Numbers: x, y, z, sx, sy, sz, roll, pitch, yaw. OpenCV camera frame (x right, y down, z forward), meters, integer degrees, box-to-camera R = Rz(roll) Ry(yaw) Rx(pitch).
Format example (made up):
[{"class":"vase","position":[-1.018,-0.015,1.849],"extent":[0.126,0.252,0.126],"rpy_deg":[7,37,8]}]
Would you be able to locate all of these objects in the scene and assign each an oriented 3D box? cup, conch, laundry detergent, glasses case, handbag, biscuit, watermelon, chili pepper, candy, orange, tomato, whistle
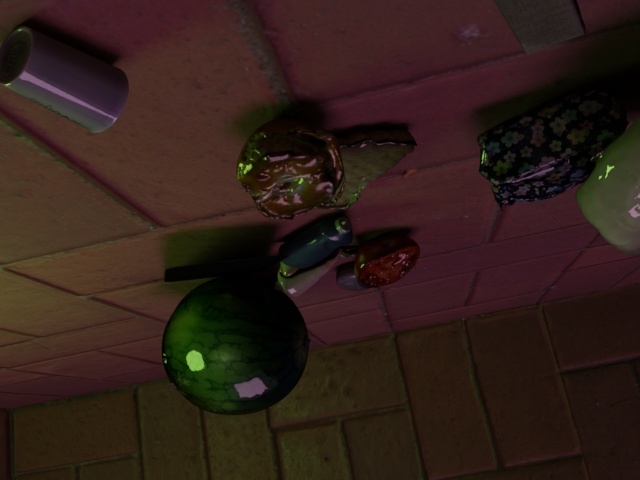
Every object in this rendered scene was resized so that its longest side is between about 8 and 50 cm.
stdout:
[{"class":"cup","position":[-0.271,-0.165,0.668],"extent":[0.104,0.074,0.116],"rpy_deg":[13,175,36]},{"class":"conch","position":[-0.034,0.068,1.506],"extent":[0.176,0.094,0.104],"rpy_deg":[-21,121,19]},{"class":"laundry detergent","position":[0.000,-0.001,1.355],"extent":[0.096,0.061,0.206],"rpy_deg":[11,153,-32]},{"class":"glasses case","position":[0.216,-0.261,0.663],"extent":[0.071,0.047,0.205],"rpy_deg":[-15,163,29]},{"class":"handbag","position":[0.362,-0.140,1.005],"extent":[0.228,0.127,0.208],"rpy_deg":[-24,165,16]},{"class":"biscuit","position":[0.019,-0.112,1.047],"extent":[0.187,0.036,0.273],"rpy_deg":[-1,161,-28]},{"class":"watermelon","position":[-0.200,0.248,1.570],"extent":[0.363,0.363,0.363],"rpy_deg":[-10,163,-3]},{"class":"chili pepper","position":[0.076,0.029,1.551],"extent":[0.091,0.030,0.034],"rpy_deg":[-5,137,-25]},{"class":"candy","position":[0.549,-0.142,0.881],"extent":[0.427,0.186,0.386],"rpy_deg":[-44,157,9]},{"class":"orange","position":[-0.042,-0.107,0.903],"extent":[0.160,0.112,0.170],"rpy_deg":[11,131,-26]},{"class":"tomato","position":[0.142,0.044,1.522],"extent":[0.166,0.082,0.174],"rpy_deg":[-21,152,-16]},{"class":"whistle","position":[0.109,0.077,1.687],"extent":[0.107,0.057,0.220],"rpy_deg":[11,152,-19]}]

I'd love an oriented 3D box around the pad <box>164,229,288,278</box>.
[{"class":"pad","position":[-0.250,0.041,1.407],"extent":[0.315,0.063,0.375],"rpy_deg":[-7,173,-16]}]

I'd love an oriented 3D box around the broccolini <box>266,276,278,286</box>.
[{"class":"broccolini","position":[-0.070,0.101,1.660],"extent":[0.254,0.057,0.071],"rpy_deg":[-20,-156,37]}]
